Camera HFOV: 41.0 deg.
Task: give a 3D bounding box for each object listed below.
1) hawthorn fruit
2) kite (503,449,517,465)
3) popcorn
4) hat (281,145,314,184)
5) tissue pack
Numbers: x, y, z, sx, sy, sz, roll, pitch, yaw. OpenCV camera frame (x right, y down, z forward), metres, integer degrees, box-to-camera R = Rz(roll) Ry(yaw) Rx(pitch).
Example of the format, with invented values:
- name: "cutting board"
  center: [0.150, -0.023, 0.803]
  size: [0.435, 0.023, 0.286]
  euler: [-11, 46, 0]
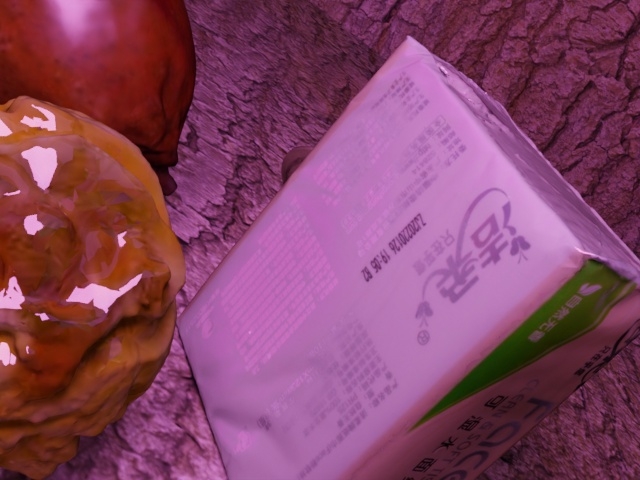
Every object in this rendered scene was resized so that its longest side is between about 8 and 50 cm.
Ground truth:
- name: "hawthorn fruit"
  center: [-0.292, -0.226, 0.974]
  size: [0.308, 0.308, 0.324]
  euler: [8, 48, -51]
- name: "kite"
  center: [0.167, 0.227, 1.184]
  size: [0.268, 0.013, 0.323]
  euler: [38, 23, -3]
- name: "popcorn"
  center: [-0.227, 0.038, 0.635]
  size: [0.293, 0.237, 0.293]
  euler: [5, 81, -35]
- name: "hat"
  center: [0.000, 0.000, 1.204]
  size: [0.252, 0.252, 0.110]
  euler: [44, 65, 11]
- name: "tissue pack"
  center: [0.073, 0.067, 0.834]
  size: [0.205, 0.405, 0.331]
  euler: [22, 28, -43]
